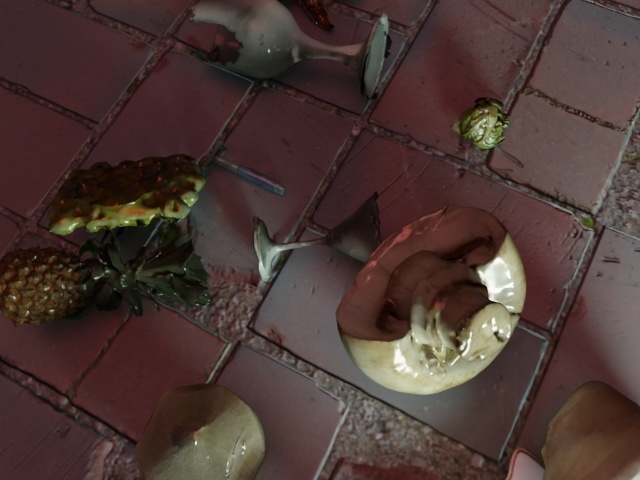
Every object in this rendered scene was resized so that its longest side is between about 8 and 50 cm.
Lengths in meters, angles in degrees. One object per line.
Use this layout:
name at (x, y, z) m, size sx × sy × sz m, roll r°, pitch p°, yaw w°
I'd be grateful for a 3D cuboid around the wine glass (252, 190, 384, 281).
wine glass at (0.000, 0.000, 0.880) m, size 0.183 × 0.122 × 0.122 m, roll -6°, pitch 67°, yaw 7°

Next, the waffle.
waffle at (-0.282, -0.080, 0.907) m, size 0.224 × 0.054 × 0.204 m, roll -7°, pitch 27°, yaw -4°

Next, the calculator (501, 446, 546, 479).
calculator at (0.272, 0.432, 0.715) m, size 0.220 × 0.048 × 0.329 m, roll -32°, pitch 71°, yaw -9°

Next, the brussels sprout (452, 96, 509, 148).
brussels sprout at (0.261, -0.191, 0.963) m, size 0.085 × 0.058 × 0.085 m, roll 5°, pitch 59°, yaw -9°

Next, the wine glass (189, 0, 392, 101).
wine glass at (-0.050, -0.323, 1.000) m, size 0.321 × 0.143 × 0.143 m, roll 13°, pitch 70°, yaw 12°

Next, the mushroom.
mushroom at (0.162, 0.098, 0.774) m, size 0.254 × 0.189 × 0.195 m, roll -43°, pitch 35°, yaw -9°

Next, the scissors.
scissors at (-0.352, 0.020, 0.942) m, size 0.101 × 0.027 × 0.204 m, roll 29°, pitch 75°, yaw 11°

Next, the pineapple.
pineapple at (-0.298, 0.060, 0.860) m, size 0.277 × 0.119 × 0.130 m, roll -7°, pitch 52°, yaw -8°

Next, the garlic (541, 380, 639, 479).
garlic at (0.348, 0.291, 0.698) m, size 0.228 × 0.110 × 0.217 m, roll -34°, pitch 76°, yaw -33°

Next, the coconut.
coconut at (-0.148, 0.259, 0.754) m, size 0.161 × 0.162 × 0.161 m, roll -2°, pitch 67°, yaw 5°

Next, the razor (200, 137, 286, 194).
razor at (-0.116, -0.107, 0.972) m, size 0.135 × 0.040 × 0.068 m, roll 25°, pitch 73°, yaw 9°

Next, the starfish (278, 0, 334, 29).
starfish at (-0.028, -0.473, 1.101) m, size 0.213 × 0.057 × 0.238 m, roll -31°, pitch 69°, yaw -16°
